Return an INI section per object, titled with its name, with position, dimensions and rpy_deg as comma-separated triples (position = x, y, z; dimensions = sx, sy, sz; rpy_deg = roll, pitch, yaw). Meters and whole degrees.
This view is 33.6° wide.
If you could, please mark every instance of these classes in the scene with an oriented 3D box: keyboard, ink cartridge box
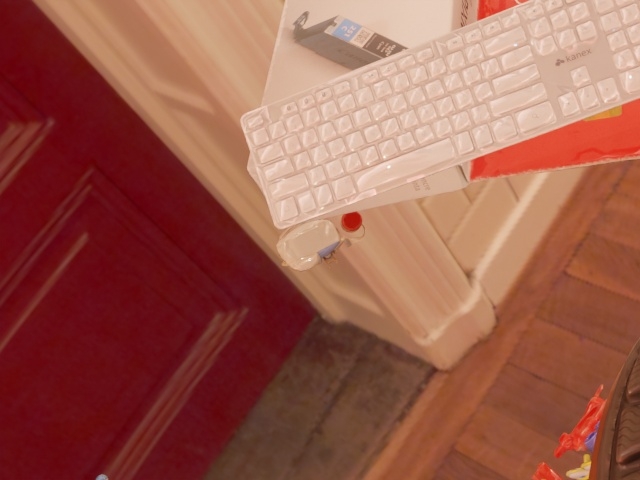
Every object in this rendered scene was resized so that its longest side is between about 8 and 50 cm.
[keyboard]
position = 0.081, -0.081, 0.592
dimensions = 0.256, 0.014, 0.072
rpy_deg = -20, 79, 13
[ink cartridge box]
position = 0.098, -0.160, 0.749
dimensions = 0.261, 0.066, 0.296
rpy_deg = -10, 47, 22

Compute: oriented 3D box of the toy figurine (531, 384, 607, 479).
[toy figurine]
position = 0.390, 0.221, 1.035
dimensions = 0.217, 0.362, 0.191
rpy_deg = 42, 57, 6

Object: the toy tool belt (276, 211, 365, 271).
[toy tool belt]
position = 0.000, 0.000, 0.984
dimensions = 0.083, 0.051, 0.052
rpy_deg = -28, 81, -5

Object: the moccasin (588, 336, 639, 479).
[moccasin]
position = 0.179, 0.149, 0.422
dimensions = 0.139, 0.147, 0.380
rpy_deg = 1, 44, 27

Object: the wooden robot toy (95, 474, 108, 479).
[wooden robot toy]
position = -0.222, 0.291, 0.975
dimensions = 0.173, 0.079, 0.076
rpy_deg = -42, 10, 24
